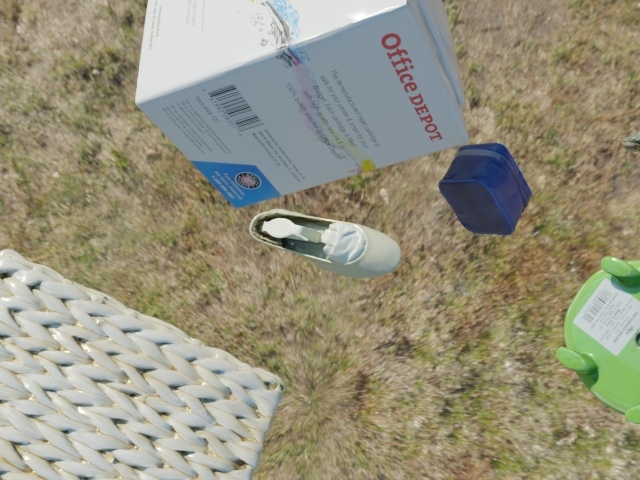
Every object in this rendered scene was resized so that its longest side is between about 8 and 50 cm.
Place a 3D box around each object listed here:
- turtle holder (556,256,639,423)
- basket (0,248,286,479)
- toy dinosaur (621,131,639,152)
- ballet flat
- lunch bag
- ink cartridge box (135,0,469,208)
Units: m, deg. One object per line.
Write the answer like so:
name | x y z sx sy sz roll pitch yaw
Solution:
turtle holder | 0.547 0.161 1.195 0.320 0.227 0.243 4 83 39
basket | -0.235 0.225 0.819 0.331 0.328 0.266 26 67 -3
toy dinosaur | 0.636 -0.146 1.307 0.268 0.118 0.064 -11 38 -3
ballet flat | 0.000 0.000 1.214 0.248 0.086 0.086 12 78 25
lunch bag | 0.179 -0.054 0.832 0.067 0.098 0.065 6 55 45
ink cartridge box | -0.010 -0.163 0.686 0.233 0.171 0.168 -14 55 19
